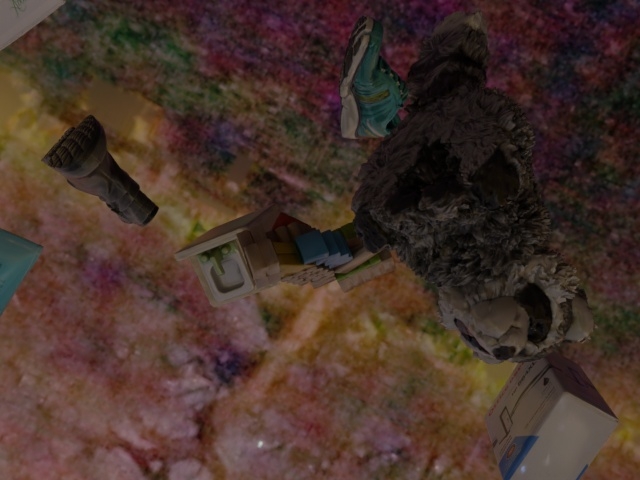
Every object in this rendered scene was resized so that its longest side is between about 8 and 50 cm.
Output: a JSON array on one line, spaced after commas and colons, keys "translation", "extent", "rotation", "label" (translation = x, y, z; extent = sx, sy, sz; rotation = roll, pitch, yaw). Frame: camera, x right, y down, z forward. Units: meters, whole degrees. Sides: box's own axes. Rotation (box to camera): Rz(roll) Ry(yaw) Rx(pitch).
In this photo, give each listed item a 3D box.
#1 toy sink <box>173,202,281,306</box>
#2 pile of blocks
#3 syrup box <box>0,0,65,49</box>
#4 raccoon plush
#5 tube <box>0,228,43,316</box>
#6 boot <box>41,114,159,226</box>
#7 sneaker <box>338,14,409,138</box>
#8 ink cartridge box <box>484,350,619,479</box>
[{"translation": [-0.150, 0.033, 1.517], "extent": [0.234, 0.153, 0.131], "rotation": [-51, -61, -74], "label": "toy sink"}, {"translation": [0.000, 0.000, 1.307], "extent": [0.362, 0.149, 0.112], "rotation": [7, -126, -57], "label": "pile of blocks"}, {"translation": [-0.299, -0.244, 0.557], "extent": [0.237, 0.096, 0.093], "rotation": [41, -154, -50], "label": "syrup box"}, {"translation": [0.236, -0.060, 0.999], "extent": [0.216, 0.446, 0.299], "rotation": [-8, 136, 45], "label": "raccoon plush"}, {"translation": [-0.264, 0.074, 0.536], "extent": [0.080, 0.207, 0.052], "rotation": [24, -163, -20], "label": "tube"}, {"translation": [-0.276, -0.082, 1.069], "extent": [0.161, 0.083, 0.246], "rotation": [41, 169, -21], "label": "boot"}, {"translation": [0.090, -0.255, 1.280], "extent": [0.110, 0.107, 0.275], "rotation": [9, 157, 8], "label": "sneaker"}, {"translation": [0.305, 0.244, 1.092], "extent": [0.086, 0.148, 0.203], "rotation": [29, -169, -2], "label": "ink cartridge box"}]
